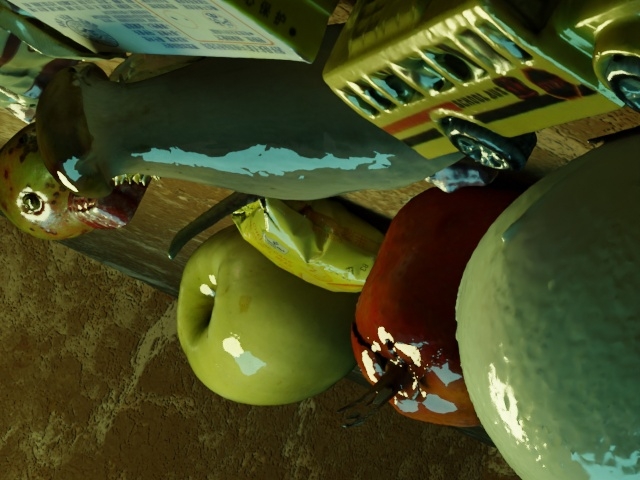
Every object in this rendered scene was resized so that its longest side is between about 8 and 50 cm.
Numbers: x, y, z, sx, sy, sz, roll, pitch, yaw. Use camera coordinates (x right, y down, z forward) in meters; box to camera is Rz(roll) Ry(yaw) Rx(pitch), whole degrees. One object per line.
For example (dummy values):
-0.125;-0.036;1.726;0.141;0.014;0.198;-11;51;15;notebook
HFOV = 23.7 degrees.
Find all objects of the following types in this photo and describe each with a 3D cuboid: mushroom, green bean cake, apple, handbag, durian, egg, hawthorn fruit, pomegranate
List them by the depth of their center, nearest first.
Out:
0.248;0.101;1.033;0.337;0.337;0.201;24;-149;-13;egg
-0.026;-0.088;1.074;0.350;0.128;0.128;-4;167;4;mushroom
-0.259;-0.197;1.156;0.235;0.127;0.213;40;141;-26;handbag
-0.153;-0.109;1.363;0.208;0.146;0.102;19;160;51;durian
0.120;0.077;1.380;0.211;0.299;0.211;31;148;22;hawthorn fruit
-0.231;-0.082;1.718;0.056;0.135;0.136;30;167;-22;green bean cake
-0.332;-0.082;1.966;0.159;0.159;0.205;21;-163;5;pomegranate
-0.062;0.098;2.007;0.262;0.262;0.262;22;170;4;apple

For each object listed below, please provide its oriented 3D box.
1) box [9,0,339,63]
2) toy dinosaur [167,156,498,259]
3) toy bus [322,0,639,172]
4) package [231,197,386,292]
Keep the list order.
-0.119;-0.193;0.968;0.168;0.097;0.265;29;169;-37;box
0.001;-0.070;1.183;0.251;0.072;0.200;-2;-150;-9;toy dinosaur
0.110;-0.121;0.803;0.123;0.121;0.335;32;169;-13;toy bus
0.000;0.000;1.783;0.226;0.090;0.168;26;168;-11;package
